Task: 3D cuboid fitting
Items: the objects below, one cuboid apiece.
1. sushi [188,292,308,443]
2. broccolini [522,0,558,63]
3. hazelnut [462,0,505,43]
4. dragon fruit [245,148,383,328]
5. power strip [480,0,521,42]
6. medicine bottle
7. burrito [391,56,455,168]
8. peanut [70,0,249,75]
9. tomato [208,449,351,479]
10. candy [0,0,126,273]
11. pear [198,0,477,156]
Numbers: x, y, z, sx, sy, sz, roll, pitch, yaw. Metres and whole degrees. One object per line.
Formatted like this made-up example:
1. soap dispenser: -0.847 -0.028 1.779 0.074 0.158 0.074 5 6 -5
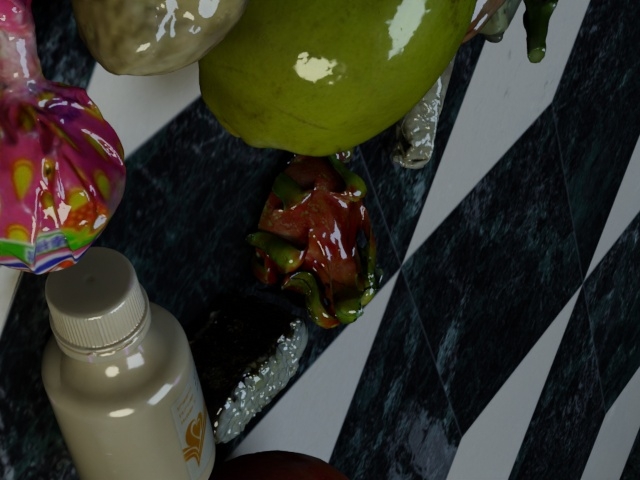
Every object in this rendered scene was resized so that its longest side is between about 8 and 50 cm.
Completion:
1. sushi: -0.078 0.113 1.651 0.150 0.078 0.090 -49 157 -40
2. broccolini: 0.219 -0.263 1.937 0.091 0.068 0.202 -46 -164 39
3. hazelnut: 0.094 -0.230 1.634 0.150 0.150 0.150 -48 151 -39
4. dragon fruit: 0.000 0.000 1.702 0.142 0.175 0.138 -44 159 29
5. power strip: 0.156 -0.331 1.788 0.387 0.066 0.092 81 31 -48
6. medicine bottle: -0.150 0.104 1.433 0.114 0.114 0.252 -55 154 -29
7. burrito: 0.104 -0.158 1.855 0.058 0.045 0.188 -87 -169 -76
8. peanut: -0.092 -0.203 1.248 0.129 0.129 0.224 84 26 -50
9. tomato: -0.074 0.319 1.733 0.289 0.176 0.335 -57 164 8
10. candy: -0.186 -0.149 1.156 0.124 0.124 0.365 -39 136 -50
11. pear: 0.012 -0.189 1.402 0.269 0.212 0.212 -63 159 9
